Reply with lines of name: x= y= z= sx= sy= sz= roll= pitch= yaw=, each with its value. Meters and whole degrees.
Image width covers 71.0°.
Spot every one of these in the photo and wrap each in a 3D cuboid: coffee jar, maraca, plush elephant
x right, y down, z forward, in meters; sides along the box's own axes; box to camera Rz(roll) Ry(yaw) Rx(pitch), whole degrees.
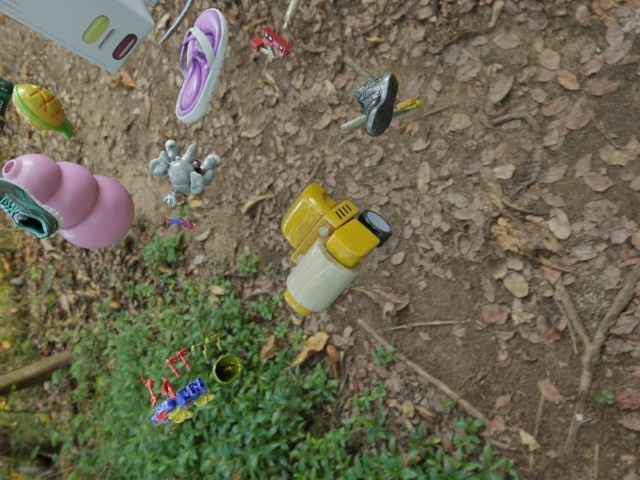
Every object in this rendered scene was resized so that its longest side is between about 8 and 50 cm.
coffee jar: x=-1.058 y=-0.435 z=1.443 sx=0.079 sy=0.096 sz=0.184 roll=-18 pitch=66 yaw=40
maraca: x=-0.743 y=-0.347 z=1.217 sx=0.099 sy=0.185 sz=0.127 roll=-28 pitch=63 yaw=8
plush elephant: x=-0.622 y=-0.330 z=2.058 sx=0.255 sy=0.272 sz=0.329 roll=-30 pitch=39 yaw=67

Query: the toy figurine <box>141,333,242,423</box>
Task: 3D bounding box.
toy figurine: x=-0.457 y=0.492 z=1.491 sx=0.191 sy=0.363 sz=0.217 roll=49 pitch=120 yaw=8

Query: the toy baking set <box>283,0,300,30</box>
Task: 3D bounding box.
toy baking set: x=-0.050 y=-0.770 z=1.377 sx=0.197 sy=0.030 sz=0.256 roll=-32 pitch=40 yaw=56

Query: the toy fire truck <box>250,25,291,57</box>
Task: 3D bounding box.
toy fire truck: x=-0.212 y=-0.832 z=1.922 sx=0.192 sy=0.047 sz=0.135 roll=43 pitch=153 yaw=6

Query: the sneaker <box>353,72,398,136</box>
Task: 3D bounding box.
sneaker: x=0.161 y=-0.419 z=1.423 sx=0.130 sy=0.087 sz=0.227 roll=-2 pitch=66 yaw=40

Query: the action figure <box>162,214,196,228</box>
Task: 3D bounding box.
action figure: x=-0.499 y=-0.066 z=1.598 sx=0.030 sy=0.115 sz=0.038 roll=-62 pitch=31 yaw=21

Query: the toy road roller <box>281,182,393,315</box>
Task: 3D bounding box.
toy road roller: x=0.000 y=0.000 z=1.078 sx=0.241 sy=0.329 sz=0.202 roll=41 pitch=118 yaw=6

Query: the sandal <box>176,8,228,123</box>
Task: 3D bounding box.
sandal: x=-0.368 y=-0.548 z=1.338 sx=0.170 sy=0.102 sz=0.415 roll=-13 pitch=65 yaw=31

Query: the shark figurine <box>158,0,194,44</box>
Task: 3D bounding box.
shark figurine: x=-0.201 y=-0.352 z=0.516 sx=0.116 sy=0.166 sz=0.278 roll=-35 pitch=90 yaw=28

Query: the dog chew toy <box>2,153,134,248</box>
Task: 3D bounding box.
dog chew toy: x=-0.648 y=-0.108 z=1.163 sx=0.207 sy=0.332 sz=0.206 roll=-8 pitch=66 yaw=19

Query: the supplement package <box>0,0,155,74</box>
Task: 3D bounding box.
supplement package: x=-0.489 y=-0.490 z=0.859 sx=0.145 sy=0.262 sz=0.203 roll=-39 pitch=61 yaw=20

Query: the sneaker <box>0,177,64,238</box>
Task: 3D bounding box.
sneaker: x=-0.622 y=-0.065 z=0.934 sx=0.065 sy=0.166 sz=0.076 roll=-46 pitch=27 yaw=12

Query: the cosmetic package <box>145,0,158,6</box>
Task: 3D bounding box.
cosmetic package: x=-0.325 y=-0.778 z=1.079 sx=0.285 sy=0.097 sz=0.376 roll=-24 pitch=52 yaw=26

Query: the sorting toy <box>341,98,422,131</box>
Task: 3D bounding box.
sorting toy: x=0.254 y=-0.481 z=1.690 sx=0.307 sy=0.229 sz=0.041 roll=-11 pitch=95 yaw=47
